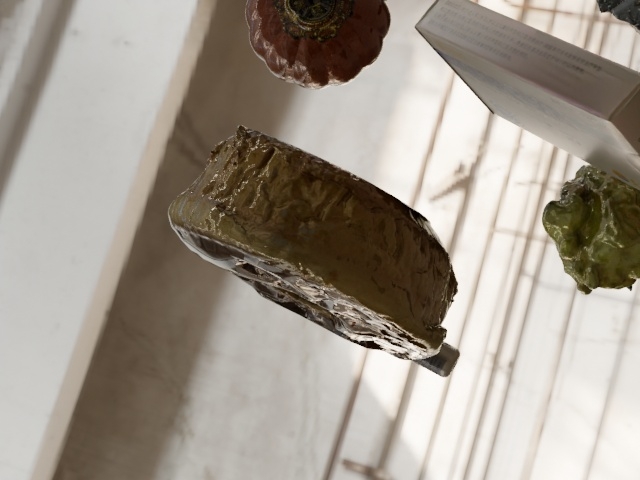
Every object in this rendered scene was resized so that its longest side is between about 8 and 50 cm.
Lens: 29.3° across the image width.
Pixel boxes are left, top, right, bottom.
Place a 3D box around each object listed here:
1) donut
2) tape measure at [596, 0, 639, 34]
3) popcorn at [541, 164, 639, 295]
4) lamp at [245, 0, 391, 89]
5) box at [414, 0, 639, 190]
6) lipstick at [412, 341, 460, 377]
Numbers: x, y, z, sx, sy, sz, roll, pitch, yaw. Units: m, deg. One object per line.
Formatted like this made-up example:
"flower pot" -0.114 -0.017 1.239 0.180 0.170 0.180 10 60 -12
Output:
"donut" 0.000 0.000 1.275 0.160 0.330 0.330 -66 -26 -13
"tape measure" 0.303 -0.216 1.067 0.094 0.091 0.054 16 -129 -32
"popcorn" 0.369 -0.012 1.569 0.142 0.173 0.174 27 -104 -52
"lamp" -0.003 -0.339 1.854 0.196 0.223 0.223 44 -120 -84
"box" 0.273 -0.162 1.388 0.065 0.343 0.200 -52 -50 0
"lipstick" 0.095 0.112 1.426 0.040 0.141 0.040 -56 -13 -21
